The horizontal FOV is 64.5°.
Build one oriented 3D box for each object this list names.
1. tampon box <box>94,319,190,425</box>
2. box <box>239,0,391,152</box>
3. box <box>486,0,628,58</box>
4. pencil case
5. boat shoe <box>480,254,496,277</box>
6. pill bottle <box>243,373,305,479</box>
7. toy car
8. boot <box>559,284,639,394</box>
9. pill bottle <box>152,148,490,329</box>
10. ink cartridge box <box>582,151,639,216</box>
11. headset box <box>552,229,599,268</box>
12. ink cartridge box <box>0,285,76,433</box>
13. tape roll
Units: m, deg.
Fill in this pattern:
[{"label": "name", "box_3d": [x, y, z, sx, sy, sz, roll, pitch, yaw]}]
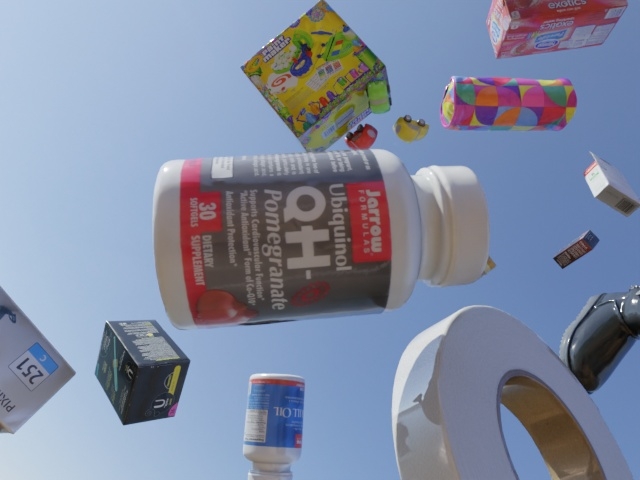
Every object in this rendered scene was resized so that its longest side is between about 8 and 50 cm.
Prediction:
[{"label": "tampon box", "box_3d": [-0.331, 0.236, 0.935, 0.161, 0.101, 0.121, 31, -72, 43]}, {"label": "box", "box_3d": [-0.009, -0.435, 1.389, 0.279, 0.290, 0.177, 53, 3, 16]}, {"label": "box", "box_3d": [0.527, -0.516, 1.152, 0.256, 0.123, 0.128, -8, -20, 2]}, {"label": "pencil case", "box_3d": [0.342, -0.250, 0.931, 0.236, 0.104, 0.104, 0, -46, -5]}, {"label": "boat shoe", "box_3d": [0.337, 0.001, 1.118, 0.072, 0.190, 0.068, -31, -44, 21]}, {"label": "pill bottle", "box_3d": [-0.098, 0.400, 1.069, 0.124, 0.222, 0.124, 2, -20, 1]}, {"label": "toy car", "box_3d": [0.163, -0.323, 1.343, 0.238, 0.053, 0.225, -7, -33, 13]}, {"label": "boot", "box_3d": [0.846, 0.201, 1.248, 0.146, 0.367, 0.445, 46, -35, -5]}, {"label": "pill bottle", "box_3d": [0.001, -0.006, 0.537, 0.318, 0.176, 0.176, -4, -48, -6]}, {"label": "ink cartridge box", "box_3d": [0.438, -0.088, 0.773, 0.062, 0.115, 0.029, 29, -55, -8]}, {"label": "headset box", "box_3d": [0.528, 0.016, 1.039, 0.032, 0.062, 0.083, 51, -47, 12]}, {"label": "ink cartridge box", "box_3d": [-0.584, 0.196, 0.788, 0.066, 0.261, 0.296, -16, -66, 38]}, {"label": "tape roll", "box_3d": [0.243, 0.260, 0.583, 0.392, 0.392, 0.072, 46, -55, -5]}]
